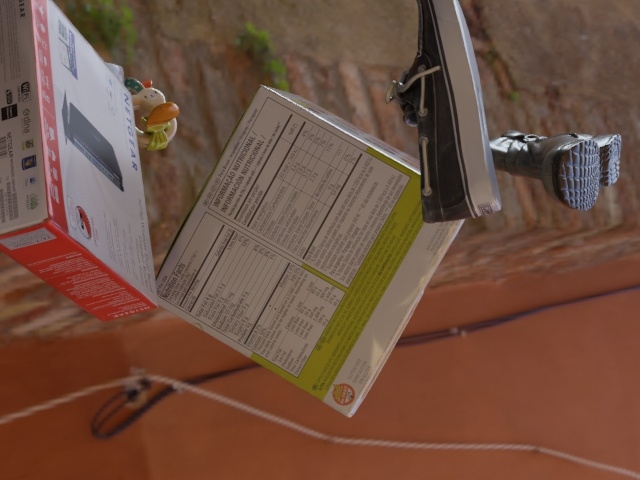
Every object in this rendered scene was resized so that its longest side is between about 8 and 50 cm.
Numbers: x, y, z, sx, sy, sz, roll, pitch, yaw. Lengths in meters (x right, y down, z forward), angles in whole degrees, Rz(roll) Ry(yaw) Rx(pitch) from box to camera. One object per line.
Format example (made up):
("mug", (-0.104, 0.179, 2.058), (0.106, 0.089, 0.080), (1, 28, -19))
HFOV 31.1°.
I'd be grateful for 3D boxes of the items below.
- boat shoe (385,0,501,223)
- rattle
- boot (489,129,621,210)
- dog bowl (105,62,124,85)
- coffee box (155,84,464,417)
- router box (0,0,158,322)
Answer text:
("boat shoe", (0.132, -0.166, 1.333), (0.105, 0.113, 0.306), (-12, -103, 14))
("rattle", (-0.333, -0.284, 2.229), (0.142, 0.130, 0.199), (99, -7, -52))
("boot", (0.264, -0.091, 1.410), (0.161, 0.246, 0.083), (6, -78, 26))
("dog bowl", (-0.490, -0.208, 1.931), (0.349, 0.349, 0.102), (-12, -92, 50))
("coffee box", (0.000, 0.000, 1.690), (0.334, 0.337, 0.338), (29, -82, 5))
("router box", (-0.313, -0.105, 1.420), (0.082, 0.301, 0.335), (-16, -115, 10))
